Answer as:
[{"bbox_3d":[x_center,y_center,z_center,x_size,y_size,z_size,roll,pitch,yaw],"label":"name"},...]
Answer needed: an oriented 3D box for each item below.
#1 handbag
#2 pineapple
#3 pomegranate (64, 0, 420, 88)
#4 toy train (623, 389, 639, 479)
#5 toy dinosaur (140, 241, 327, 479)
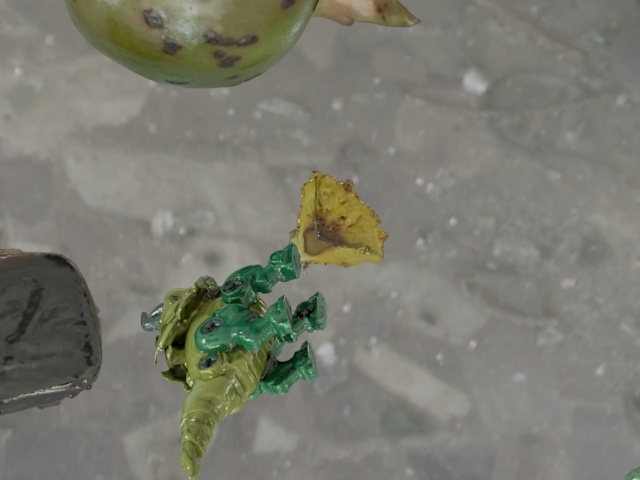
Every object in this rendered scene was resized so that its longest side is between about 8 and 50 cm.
[{"bbox_3d":[-0.347,0.101,1.476,0.254,0.181,0.181,-16,87,-15],"label":"handbag"},{"bbox_3d":[0.000,0.000,1.485,0.114,0.114,0.077,43,40,-11],"label":"pineapple"},{"bbox_3d":[-0.080,-0.248,1.332,0.323,0.291,0.291,31,46,-23],"label":"pomegranate"},{"bbox_3d":[0.156,0.122,0.557,0.081,0.149,0.099,0,20,23],"label":"toy train"},{"bbox_3d":[-0.072,0.095,1.194,0.153,0.094,0.259,-24,31,9],"label":"toy dinosaur"}]
